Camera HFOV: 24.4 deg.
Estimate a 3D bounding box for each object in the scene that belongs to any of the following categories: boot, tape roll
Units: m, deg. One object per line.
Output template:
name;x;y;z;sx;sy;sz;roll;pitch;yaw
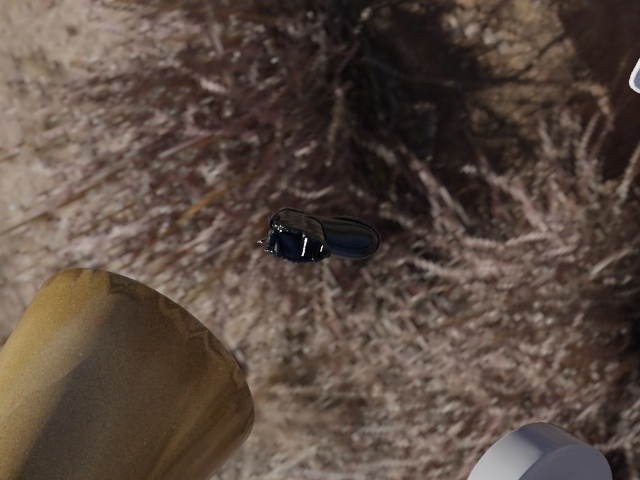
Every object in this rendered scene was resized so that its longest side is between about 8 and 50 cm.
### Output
boot;0.000;0.000;1.480;0.121;0.099;0.045;15;102;-1
tape roll;0.281;0.351;1.938;0.072;0.219;0.219;30;131;49

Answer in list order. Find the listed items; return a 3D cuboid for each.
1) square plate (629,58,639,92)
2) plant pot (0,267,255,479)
square plate;0.507;-0.215;1.322;0.347;0.049;0.344;21;131;-4
plant pot;-0.223;0.194;1.292;0.237;0.254;0.237;21;140;19
